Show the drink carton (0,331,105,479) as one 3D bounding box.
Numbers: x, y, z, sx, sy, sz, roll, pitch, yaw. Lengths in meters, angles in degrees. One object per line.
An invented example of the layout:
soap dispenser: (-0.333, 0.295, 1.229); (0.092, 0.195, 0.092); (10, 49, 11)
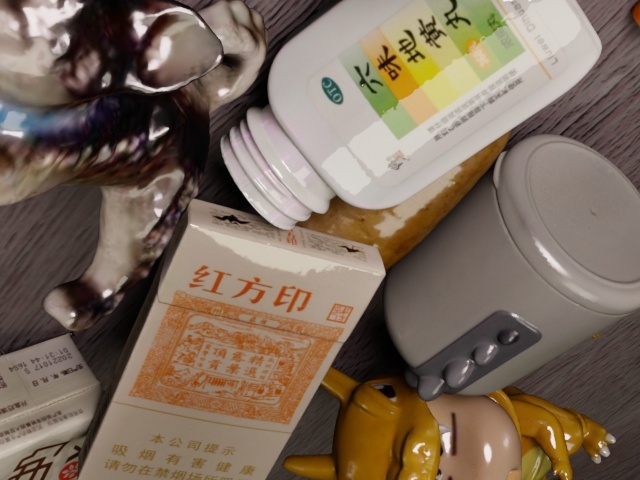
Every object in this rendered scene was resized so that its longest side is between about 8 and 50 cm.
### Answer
drink carton: (-0.377, 0.276, 1.103); (0.194, 0.132, 0.325); (-19, 148, -39)

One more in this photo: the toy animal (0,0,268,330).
toy animal: (-0.177, -0.126, 0.687); (0.302, 0.194, 0.344); (-43, 162, -7)

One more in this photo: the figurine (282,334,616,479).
figurine: (0.173, 0.279, 1.278); (0.387, 0.268, 0.401); (8, 148, -33)

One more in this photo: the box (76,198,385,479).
box: (-0.102, 0.133, 0.964); (0.204, 0.051, 0.365); (15, 122, -21)

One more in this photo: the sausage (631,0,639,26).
sausage: (0.365, -0.253, 0.914); (0.041, 0.039, 0.131); (28, 120, -36)

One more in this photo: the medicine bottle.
medicine bottle: (0.067, -0.140, 0.827); (0.324, 0.124, 0.179); (-33, 108, 18)

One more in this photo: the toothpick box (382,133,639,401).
toothpick box: (0.197, 0.057, 1.042); (0.229, 0.229, 0.316); (7, 146, -30)

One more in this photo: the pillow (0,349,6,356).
pillow: (-0.446, 0.194, 1.088); (0.130, 0.038, 0.233); (2, 137, -29)

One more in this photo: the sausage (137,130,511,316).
sausage: (0.002, 0.002, 0.996); (0.500, 0.123, 0.136); (-35, 111, 18)
